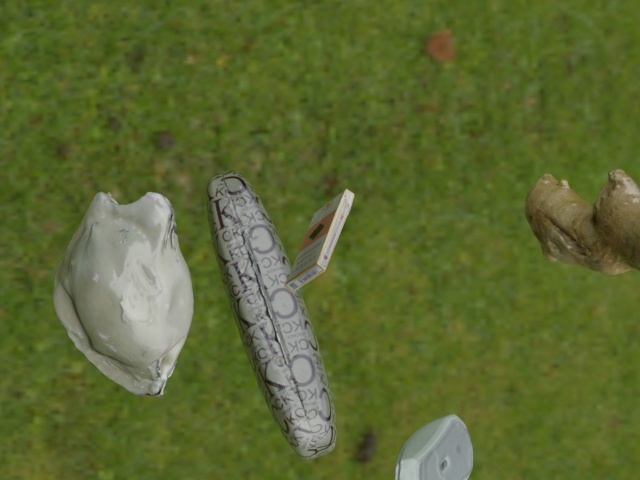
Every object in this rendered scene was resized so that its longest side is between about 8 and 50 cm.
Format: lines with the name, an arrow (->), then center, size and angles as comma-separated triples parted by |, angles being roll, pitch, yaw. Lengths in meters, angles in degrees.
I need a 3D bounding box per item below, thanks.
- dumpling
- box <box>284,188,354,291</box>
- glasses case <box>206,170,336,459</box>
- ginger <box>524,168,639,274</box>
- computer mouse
dumpling -> -0.180, 0.044, 1.408 | 0.118, 0.136, 0.199 | -17, 121, -55
box -> 0.000, 0.000, 1.226 | 0.012, 0.046, 0.083 | 37, 47, -16
glasses case -> -0.059, 0.085, 1.819 | 0.137, 0.085, 0.355 | 82, -12, -72
ginger -> 0.243, -0.006, 1.154 | 0.075, 0.288, 0.089 | 9, 93, -27
computer mouse -> 0.127, 0.280, 1.892 | 0.181, 0.056, 0.089 | -36, 108, -55
